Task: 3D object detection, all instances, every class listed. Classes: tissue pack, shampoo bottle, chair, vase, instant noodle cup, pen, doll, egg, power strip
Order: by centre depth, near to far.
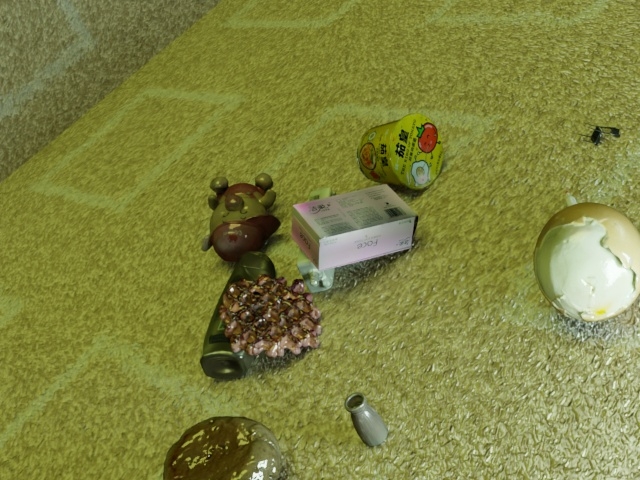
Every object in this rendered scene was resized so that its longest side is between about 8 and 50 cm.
[{"bbox_3d":[0.080,0.323,1.753,0.053,0.101,0.053,-20,34,14],"label":"vase"},{"bbox_3d":[0.490,0.031,1.763,0.201,0.201,0.244,-13,22,23],"label":"egg"},{"bbox_3d":[0.530,-0.042,1.987,0.026,0.026,0.218,-20,34,13],"label":"pen"},{"bbox_3d":[0.073,-0.033,2.151,0.246,0.093,0.148,-14,40,-23],"label":"tissue pack"},{"bbox_3d":[0.627,-0.238,2.181,0.086,0.042,0.037,7,34,-11],"label":"chair"},{"bbox_3d":[-0.176,0.158,2.185,0.125,0.084,0.350,-5,38,16],"label":"shampoo bottle"},{"bbox_3d":[0.000,0.000,2.257,0.058,0.098,0.338,-13,35,17],"label":"power strip"},{"bbox_3d":[0.186,-0.212,2.355,0.144,0.182,0.182,1,42,52],"label":"instant noodle cup"},{"bbox_3d":[-0.200,-0.062,2.446,0.196,0.152,0.256,-29,35,23],"label":"doll"}]

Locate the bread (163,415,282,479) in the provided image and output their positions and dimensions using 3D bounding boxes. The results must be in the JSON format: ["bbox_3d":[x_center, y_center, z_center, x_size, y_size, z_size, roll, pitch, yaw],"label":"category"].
[{"bbox_3d":[-0.178,0.432,1.780,0.229,0.123,0.230,-15,37,12],"label":"bread"}]

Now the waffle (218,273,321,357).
[{"bbox_3d":[-0.109,0.159,2.088,0.221,0.056,0.234,-3,44,-13],"label":"waffle"}]
